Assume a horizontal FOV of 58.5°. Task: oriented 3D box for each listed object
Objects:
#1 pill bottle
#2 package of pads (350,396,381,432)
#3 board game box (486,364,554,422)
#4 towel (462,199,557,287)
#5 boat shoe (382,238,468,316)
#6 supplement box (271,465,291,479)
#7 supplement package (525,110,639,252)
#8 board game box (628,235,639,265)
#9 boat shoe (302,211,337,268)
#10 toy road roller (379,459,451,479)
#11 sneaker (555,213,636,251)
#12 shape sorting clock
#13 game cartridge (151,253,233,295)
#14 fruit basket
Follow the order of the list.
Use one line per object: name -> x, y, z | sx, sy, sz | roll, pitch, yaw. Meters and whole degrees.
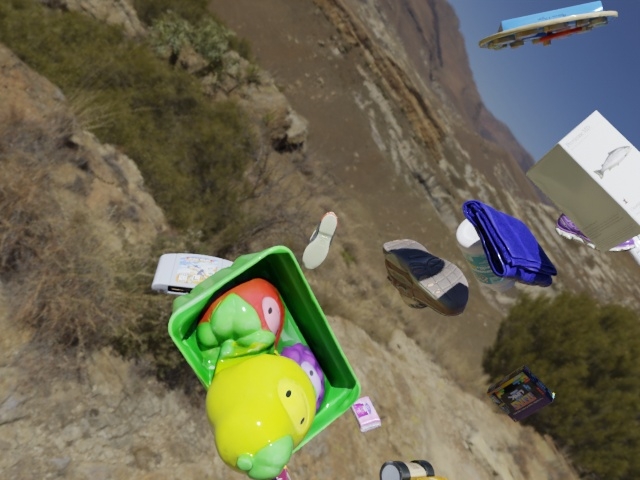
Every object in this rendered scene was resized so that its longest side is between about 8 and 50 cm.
pill bottle -> 0.533, 0.049, 1.792 | 0.264, 0.146, 0.146 | 52, 16, -37
package of pads -> 0.104, 0.407, 1.336 | 0.083, 0.050, 0.032 | -122, -156, -58
board game box -> 0.677, 0.523, 1.941 | 0.141, 0.170, 0.048 | 45, 36, 5
towel -> 0.515, 0.008, 1.523 | 0.308, 0.076, 0.228 | 14, 49, -48
boat shoe -> 0.244, 0.102, 1.343 | 0.324, 0.123, 0.116 | -126, -147, -64
supplement box -> -0.109, 0.702, 1.497 | 0.104, 0.080, 0.188 | 80, -2, -53
supplement package -> 0.439, -0.091, 0.899 | 0.179, 0.105, 0.105 | 48, -20, 9
board game box -> 0.804, 0.010, 1.428 | 0.390, 0.050, 0.390 | 49, 26, -9
boat shoe -> 0.000, 0.000, 1.267 | 0.049, 0.137, 0.043 | 22, 14, -6
toy road roller -> 0.322, 0.861, 1.807 | 0.202, 0.241, 0.329 | 20, 0, -44
sneaker -> 0.585, -0.022, 1.220 | 0.068, 0.071, 0.170 | -8, 26, -42
shape sorting clock -> 0.359, -0.331, 0.912 | 0.206, 0.206, 0.040 | -29, 112, -73
game cartridge -> -0.460, 0.130, 2.126 | 0.297, 0.062, 0.198 | 7, 39, -9
fruit basket -> -0.086, 0.227, 0.977 | 0.392, 0.283, 0.392 | 47, -20, 24
